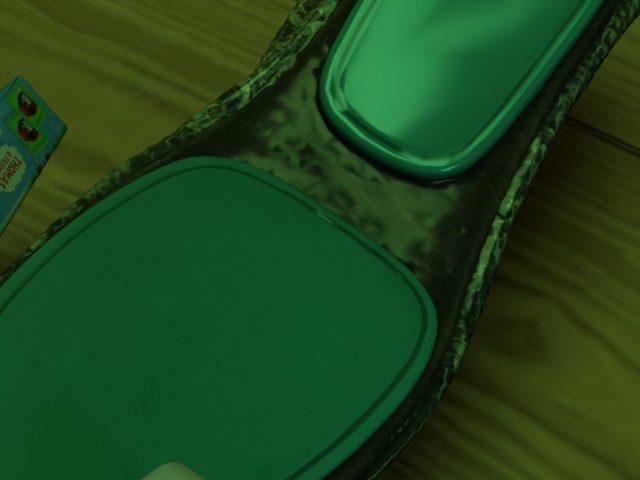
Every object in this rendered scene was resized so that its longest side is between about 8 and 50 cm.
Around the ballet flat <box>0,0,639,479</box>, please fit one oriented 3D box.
[{"bbox_3d":[0.000,0.000,0.772,0.164,0.182,0.483,34,61,7],"label":"ballet flat"}]

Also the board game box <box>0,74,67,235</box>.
[{"bbox_3d":[-0.199,0.028,0.756,0.160,0.039,0.211,-34,18,25],"label":"board game box"}]

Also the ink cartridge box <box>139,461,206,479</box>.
[{"bbox_3d":[-0.009,0.278,0.447,0.285,0.166,0.395,-36,44,-23],"label":"ink cartridge box"}]
